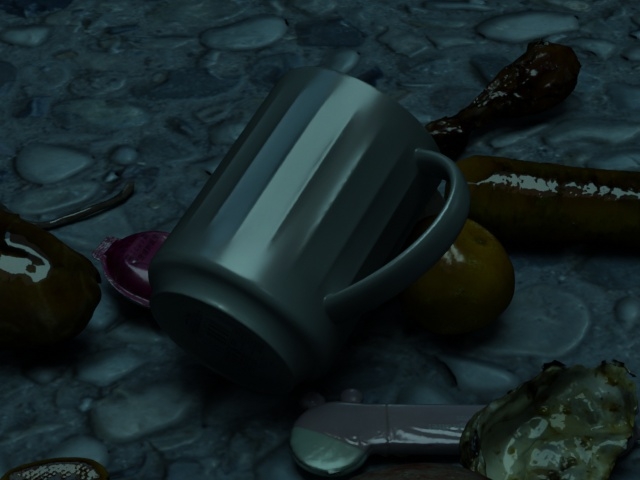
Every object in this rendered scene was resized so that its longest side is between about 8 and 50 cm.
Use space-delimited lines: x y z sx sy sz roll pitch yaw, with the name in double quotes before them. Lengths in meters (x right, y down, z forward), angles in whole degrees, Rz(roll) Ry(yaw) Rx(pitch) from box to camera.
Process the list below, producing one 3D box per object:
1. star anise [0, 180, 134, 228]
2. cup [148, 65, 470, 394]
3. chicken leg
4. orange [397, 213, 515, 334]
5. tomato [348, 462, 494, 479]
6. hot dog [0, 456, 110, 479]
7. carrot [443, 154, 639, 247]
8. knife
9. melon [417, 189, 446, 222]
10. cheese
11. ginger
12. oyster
"star anise" -0.393 -0.035 2.310 0.227 0.218 0.148 31 -12 -25
"cup" 0.000 0.000 1.972 0.323 0.237 0.327 11 57 38
"chicken leg" 0.255 -0.199 2.502 0.304 0.093 0.113 -32 27 -26
"orange" 0.158 0.044 2.086 0.155 0.134 0.154 31 25 -16
"tomato" 0.091 0.348 1.483 0.317 0.316 0.282 -7 13 -10
"hot dog" -0.270 0.271 1.824 0.140 0.060 0.090 -14 40 -8
"carrot" 0.313 -0.047 2.248 0.302 0.114 0.114 6 34 2
"knife" 0.163 0.216 1.920 0.399 0.038 0.132 -1 43 -2
"melon" 0.112 -0.001 2.188 0.093 0.202 0.139 15 68 -12
"cheese" -0.166 0.052 2.141 0.244 0.062 0.155 21 35 6
"ginger" -0.416 0.035 2.072 0.321 0.165 0.172 25 33 31
"oyster" 0.246 0.235 1.838 0.294 0.094 0.166 -28 66 -34
